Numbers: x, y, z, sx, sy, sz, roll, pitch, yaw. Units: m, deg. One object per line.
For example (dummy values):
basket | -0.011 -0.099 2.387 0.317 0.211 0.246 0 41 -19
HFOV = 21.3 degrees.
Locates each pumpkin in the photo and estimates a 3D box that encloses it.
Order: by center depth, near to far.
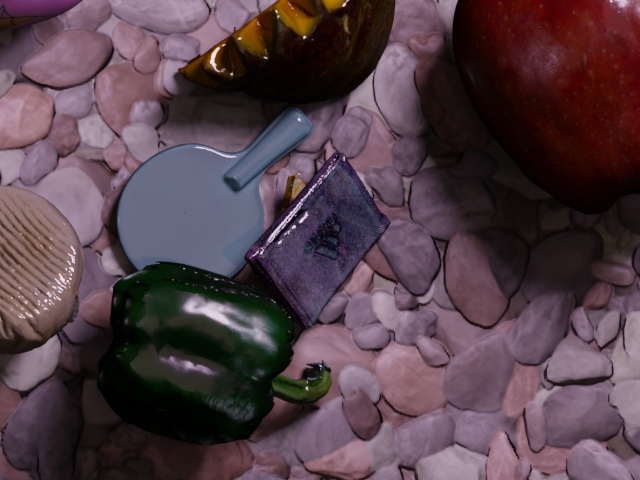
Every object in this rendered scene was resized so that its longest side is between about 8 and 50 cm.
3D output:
pumpkin | -0.007 -0.194 1.766 0.254 0.130 0.149 -36 109 3

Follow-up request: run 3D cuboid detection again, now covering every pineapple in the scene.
pineapple | -0.023 -0.031 1.811 0.045 0.019 0.083 2 101 -37

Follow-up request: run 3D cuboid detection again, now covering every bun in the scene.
bun | -0.321 0.038 1.702 0.166 0.113 0.173 -10 65 -18

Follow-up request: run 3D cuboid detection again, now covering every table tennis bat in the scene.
table tennis bat | -0.106 -0.052 1.798 0.244 0.040 0.153 -43 101 -9

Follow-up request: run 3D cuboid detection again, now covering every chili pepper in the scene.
chili pepper | -0.094 0.120 1.729 0.261 0.165 0.174 17 72 -20

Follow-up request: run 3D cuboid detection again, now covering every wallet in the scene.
wallet | -0.001 0.000 1.794 0.166 0.030 0.111 -50 123 -27

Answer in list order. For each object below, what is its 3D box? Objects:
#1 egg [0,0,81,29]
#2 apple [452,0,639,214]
egg | -0.341 -0.303 1.683 0.271 0.196 0.196 2 86 -1
apple | 0.287 -0.198 1.780 0.288 0.288 0.317 -23 100 -13
